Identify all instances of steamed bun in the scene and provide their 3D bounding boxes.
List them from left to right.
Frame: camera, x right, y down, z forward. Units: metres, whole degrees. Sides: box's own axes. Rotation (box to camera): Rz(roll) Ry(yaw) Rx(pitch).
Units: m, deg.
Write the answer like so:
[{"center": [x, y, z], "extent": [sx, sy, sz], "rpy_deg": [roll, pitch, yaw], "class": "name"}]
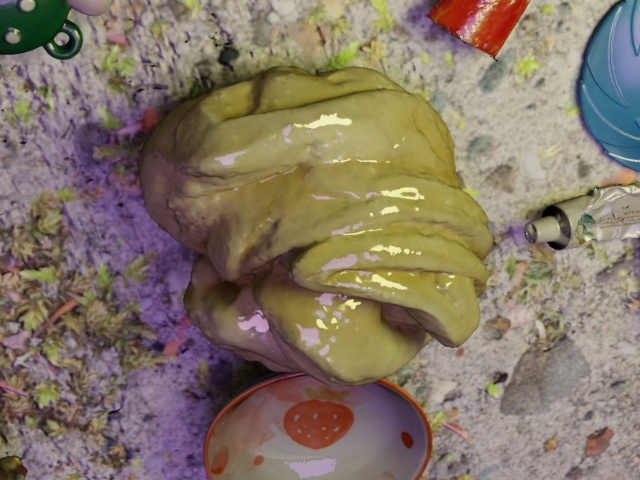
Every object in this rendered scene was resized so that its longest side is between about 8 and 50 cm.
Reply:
[{"center": [0.005, 0.001, 1.266], "extent": [0.325, 0.230, 0.372], "rpy_deg": [-17, 122, 3], "class": "steamed bun"}]

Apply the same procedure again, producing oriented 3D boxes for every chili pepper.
[{"center": [0.181, -0.271, 1.243], "extent": [0.088, 0.065, 0.169], "rpy_deg": [18, 110, -37], "class": "chili pepper"}]

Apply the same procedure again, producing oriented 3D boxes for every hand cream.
[{"center": [0.344, -0.026, 1.412], "extent": [0.257, 0.050, 0.084], "rpy_deg": [-10, 121, -15], "class": "hand cream"}]

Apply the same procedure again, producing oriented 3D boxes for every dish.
[{"center": [-0.005, 0.214, 1.453], "extent": [0.260, 0.085, 0.260], "rpy_deg": [-3, 129, -3], "class": "dish"}]

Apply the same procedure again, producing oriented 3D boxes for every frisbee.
[{"center": [0.395, -0.173, 1.343], "extent": [0.242, 0.045, 0.242], "rpy_deg": [-4, 120, -7], "class": "frisbee"}]

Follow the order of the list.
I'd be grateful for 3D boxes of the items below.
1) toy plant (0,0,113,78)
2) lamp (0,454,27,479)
[{"center": [-0.309, -0.249, 1.131], "extent": [0.232, 0.112, 0.243], "rpy_deg": [-22, 115, 8], "class": "toy plant"}, {"center": [-0.439, 0.291, 1.388], "extent": [0.223, 0.215, 0.151], "rpy_deg": [-15, 108, -28], "class": "lamp"}]
